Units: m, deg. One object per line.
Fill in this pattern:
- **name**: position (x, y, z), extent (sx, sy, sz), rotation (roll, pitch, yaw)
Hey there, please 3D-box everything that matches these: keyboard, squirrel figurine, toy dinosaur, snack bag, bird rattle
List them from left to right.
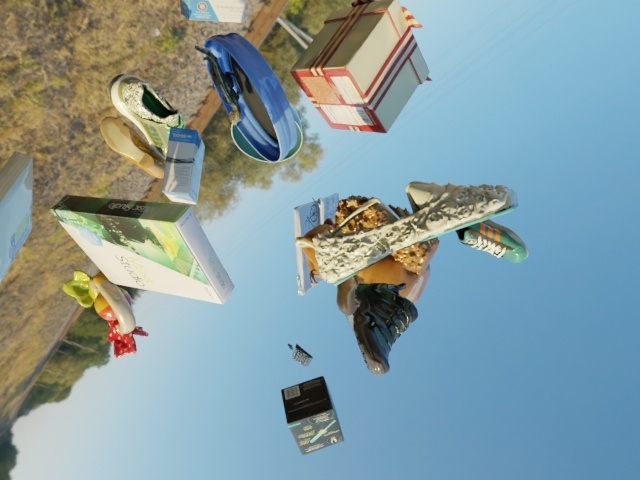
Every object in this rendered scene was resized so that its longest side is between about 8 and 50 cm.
- **bird rattle**: position (-0.528, 0.174, 1.005), extent (0.143, 0.253, 0.207), rotation (-23, 177, -35)
- **toy dinosaur**: position (-0.276, -0.453, 1.119), extent (0.064, 0.268, 0.118), rotation (-20, -124, 4)
- **keyboard**: position (-0.085, 0.432, 1.516), extent (0.023, 0.108, 0.180), rotation (-48, 168, -26)
- **snack bag**: position (0.000, 0.000, 1.476), extent (0.037, 0.322, 0.343), rotation (3, -167, 27)
- **squirrel figurine**: position (0.121, 0.025, 1.160), extent (0.281, 0.371, 0.396), rotation (-34, 147, -42)

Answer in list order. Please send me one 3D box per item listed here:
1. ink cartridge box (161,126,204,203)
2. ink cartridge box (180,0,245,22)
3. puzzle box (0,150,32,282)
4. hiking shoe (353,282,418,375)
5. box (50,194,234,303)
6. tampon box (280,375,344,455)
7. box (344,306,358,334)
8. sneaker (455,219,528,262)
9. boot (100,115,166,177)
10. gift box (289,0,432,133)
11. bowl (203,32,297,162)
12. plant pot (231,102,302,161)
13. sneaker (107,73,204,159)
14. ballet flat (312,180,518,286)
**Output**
- **ink cartridge box**: position (-0.426, -0.229, 1.253), extent (0.148, 0.086, 0.202), rotation (139, -42, -80)
- **ink cartridge box**: position (-0.397, -0.984, 1.468), extent (0.129, 0.223, 0.307), rotation (50, -37, 44)
- **puzzle box**: position (-1.017, -0.055, 1.292), extent (0.409, 0.052, 0.271), rotation (-49, -148, 42)
- **hiking shoe**: position (0.124, 0.146, 0.744), extent (0.114, 0.086, 0.226), rotation (-14, -150, 12)
- **box**: position (-0.359, 0.019, 0.821), extent (0.322, 0.232, 0.058), rotation (5, -134, 22)
- **tampon box**: position (-0.020, 0.454, 1.037), extent (0.121, 0.160, 0.101), rotation (-17, -144, -4)
- **box**: position (0.193, 0.305, 1.677), extent (0.153, 0.207, 0.108), rotation (-20, 160, -19)
- **sneaker**: position (0.537, -0.010, 1.340), extent (0.121, 0.302, 0.108), rotation (-43, 162, -24)
- **boot**: position (-0.707, -0.344, 1.575), extent (0.104, 0.295, 0.211), rotation (-47, 174, -3)
- **gift box**: position (0.130, -0.446, 1.042), extent (0.277, 0.255, 0.258), rotation (22, -105, 40)
- **bowl**: position (-0.204, -0.419, 1.195), extent (0.077, 0.391, 0.391), rotation (-36, -164, -14)
- **plant pot**: position (-0.212, -0.503, 1.689), extent (0.290, 0.290, 0.195), rotation (-35, -141, 42)
- **sneaker**: position (-0.554, -0.415, 1.444), extent (0.182, 0.410, 0.158), rotation (12, -114, 39)
- **ballet flat**: position (0.157, -0.037, 0.774), extent (0.409, 0.147, 0.147), rotation (-25, -150, 20)
